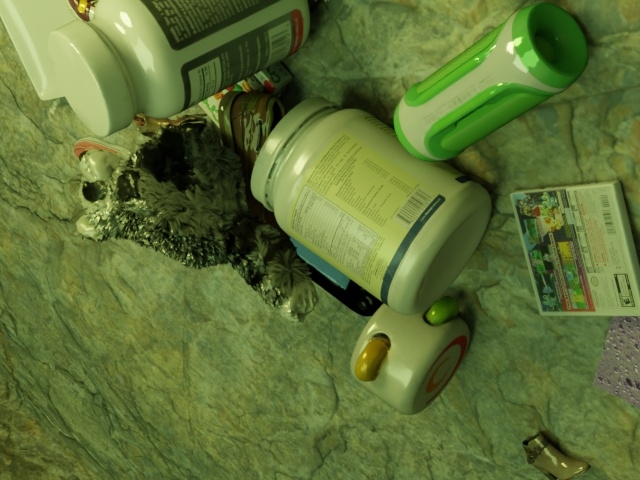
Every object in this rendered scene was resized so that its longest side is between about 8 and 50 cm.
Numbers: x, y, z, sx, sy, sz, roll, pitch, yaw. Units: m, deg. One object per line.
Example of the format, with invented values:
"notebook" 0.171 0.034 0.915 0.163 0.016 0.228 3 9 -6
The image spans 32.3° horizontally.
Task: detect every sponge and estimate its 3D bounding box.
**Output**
"sponge" 0.486 0.166 1.659 0.117 0.031 0.210 28 137 27

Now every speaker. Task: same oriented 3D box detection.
"speaker" 0.229 -0.212 1.535 0.131 0.131 0.296 54 142 -4

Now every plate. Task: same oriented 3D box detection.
"plate" -0.535 -0.424 2.214 0.277 0.045 0.278 1 120 46

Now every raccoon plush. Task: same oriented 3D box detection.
"raccoon plush" -0.243 0.009 1.880 0.446 0.216 0.299 57 144 0

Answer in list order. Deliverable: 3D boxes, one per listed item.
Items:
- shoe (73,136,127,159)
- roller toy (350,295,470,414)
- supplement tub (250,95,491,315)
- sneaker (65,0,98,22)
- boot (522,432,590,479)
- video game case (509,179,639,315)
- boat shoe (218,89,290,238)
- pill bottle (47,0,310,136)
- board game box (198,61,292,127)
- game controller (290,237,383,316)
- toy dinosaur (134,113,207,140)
"shoe" -0.484 -0.171 2.337 0.178 0.081 0.063 14 129 38
"roller toy" 0.147 0.189 1.890 0.146 0.209 0.191 33 159 24
"supplement tub" 0.076 -0.060 1.727 0.325 0.235 0.235 35 140 20
"sneaker" -0.396 -0.420 2.064 0.185 0.069 0.084 47 134 -4
"boot" 0.401 0.372 1.908 0.087 0.042 0.118 54 142 0
"video game case" 0.380 0.016 1.626 0.183 0.023 0.201 -4 107 47
"boat shoe" -0.089 -0.110 1.890 0.104 0.110 0.307 6 129 29
"pill bottle" -0.214 -0.314 1.685 0.210 0.363 0.210 44 152 31
"board game box" -0.198 -0.337 1.932 0.305 0.053 0.193 49 143 3
"game controller" 0.000 0.000 1.994 0.319 0.067 0.166 36 140 18
"toy dinosaur" -0.233 -0.131 2.080 0.295 0.127 0.200 69 176 -57
